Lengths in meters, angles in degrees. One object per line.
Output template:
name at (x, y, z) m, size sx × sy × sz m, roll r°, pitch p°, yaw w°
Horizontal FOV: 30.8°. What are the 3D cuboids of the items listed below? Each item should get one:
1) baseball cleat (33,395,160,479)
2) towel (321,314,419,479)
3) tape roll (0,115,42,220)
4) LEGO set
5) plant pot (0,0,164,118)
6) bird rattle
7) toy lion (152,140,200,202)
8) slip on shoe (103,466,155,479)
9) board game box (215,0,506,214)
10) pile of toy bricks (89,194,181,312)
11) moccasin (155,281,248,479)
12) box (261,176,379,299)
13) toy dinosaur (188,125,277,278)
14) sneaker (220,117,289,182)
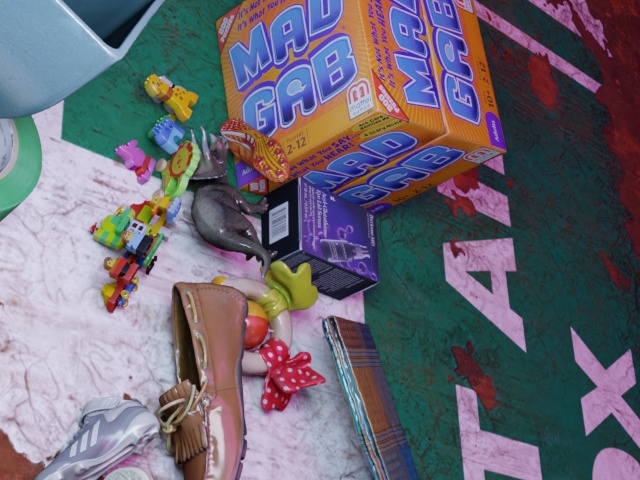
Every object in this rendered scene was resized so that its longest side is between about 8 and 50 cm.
baseball cleat at (-0.331, 0.290, 1.640) m, size 0.206 × 0.072 × 0.109 m, roll -24°, pitch 50°, yaw -35°
towel at (0.098, 0.316, 2.037) m, size 0.271 × 0.040 × 0.370 m, roll 29°, pitch 42°, yaw -73°
tape roll at (-0.535, -0.157, 1.590) m, size 0.321 × 0.077 × 0.321 m, roll 37°, pitch 33°, yaw -29°
LEGO set at (-0.276, -0.217, 1.953) m, size 0.093 × 0.087 × 0.227 m, roll 40°, pitch 43°, yaw -27°
plant pot at (-0.406, -0.313, 1.604) m, size 0.247 × 0.252 × 0.247 m, roll 44°, pitch 31°, yaw -17°
bird rattle at (-0.105, 0.156, 1.950) m, size 0.207 × 0.143 × 0.253 m, roll 14°, pitch 72°, yaw -30°
toy lion at (-0.236, -0.114, 1.933) m, size 0.034 × 0.096 × 0.100 m, roll 26°, pitch 53°, yaw -37°
slip on shoe at (-0.244, 0.480, 1.592) m, size 0.101 × 0.123 × 0.331 m, roll 39°, pitch 43°, yaw -63°
board game box at (0.070, -0.288, 2.160) m, size 0.356 × 0.356 × 0.356 m, roll 11°, pitch 63°, yaw -44°
pile of toy bricks at (-0.305, -0.004, 1.808) m, size 0.105 × 0.118 × 0.212 m, roll 25°, pitch 55°, yaw 3°
moccasin at (-0.189, 0.243, 1.755) m, size 0.147 × 0.139 × 0.379 m, roll 10°, pitch 72°, yaw -25°
box at (0.000, 0.000, 2.124) m, size 0.207 × 0.108 × 0.153 m, roll 22°, pitch 54°, yaw -39°
toy dinosaur at (-0.162, -0.033, 1.935) m, size 0.160 × 0.121 × 0.313 m, roll 29°, pitch 32°, yaw -33°
sneaker at (-0.107, -0.151, 2.019) m, size 0.175 × 0.064 × 0.067 m, roll 44°, pitch -16°, yaw 36°
